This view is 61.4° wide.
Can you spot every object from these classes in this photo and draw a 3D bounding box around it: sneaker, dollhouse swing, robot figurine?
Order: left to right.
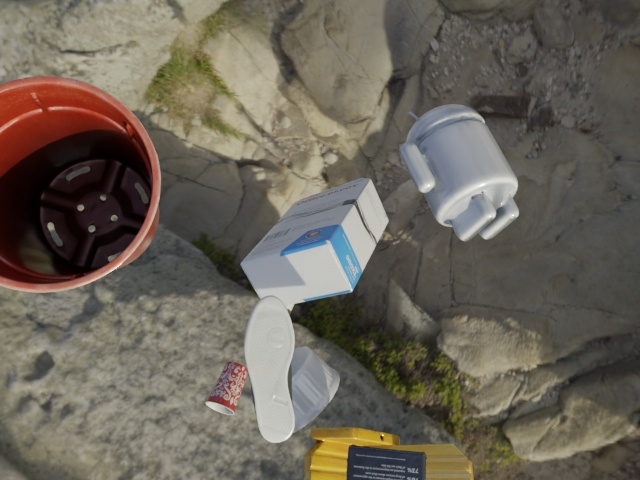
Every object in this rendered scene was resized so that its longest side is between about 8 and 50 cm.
[{"bbox_3d":[-0.113,0.260,1.149,0.104,0.147,0.296,-4,91,-12],"label":"sneaker"},{"bbox_3d":[0.173,0.643,1.307,0.305,0.315,0.347,-19,57,36],"label":"dollhouse swing"},{"bbox_3d":[0.324,-0.174,1.267,0.200,0.299,0.354,-49,50,46],"label":"robot figurine"}]

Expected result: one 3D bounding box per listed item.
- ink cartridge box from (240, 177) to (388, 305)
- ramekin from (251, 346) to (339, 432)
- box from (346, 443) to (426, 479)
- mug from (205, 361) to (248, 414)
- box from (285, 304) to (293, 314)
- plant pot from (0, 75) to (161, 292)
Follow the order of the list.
[{"bbox_3d":[0.000,0.000,1.549,0.285,0.395,0.166,-15,113,30],"label":"ink cartridge box"},{"bbox_3d":[-0.088,0.465,1.704,0.277,0.277,0.135,-34,103,22],"label":"ramekin"},{"bbox_3d":[0.127,0.514,1.048,0.153,0.108,0.207,2,70,13],"label":"box"},{"bbox_3d":[-0.360,0.550,2.028,0.150,0.113,0.169,4,54,26],"label":"mug"},{"bbox_3d":[-0.135,0.218,1.831,0.067,0.063,0.324,14,75,37],"label":"box"},{"bbox_3d":[-0.358,-0.058,0.792,0.272,0.265,0.273,1,83,-9],"label":"plant pot"}]
